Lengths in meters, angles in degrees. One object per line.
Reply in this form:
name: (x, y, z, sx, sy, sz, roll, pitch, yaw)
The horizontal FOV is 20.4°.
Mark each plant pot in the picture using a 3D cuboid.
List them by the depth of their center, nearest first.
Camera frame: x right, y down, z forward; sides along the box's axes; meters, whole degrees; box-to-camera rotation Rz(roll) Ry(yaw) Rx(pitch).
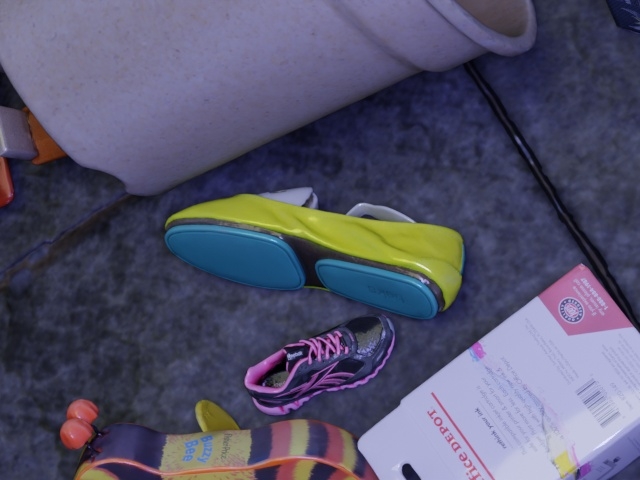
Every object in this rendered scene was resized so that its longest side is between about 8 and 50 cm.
plant pot: (-0.063, -0.197, 1.279, 0.305, 0.334, 0.333, -32, 62, 21)

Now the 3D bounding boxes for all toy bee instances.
toy bee: (-0.104, 0.178, 1.209, 0.298, 0.162, 0.195, -25, 23, -11)

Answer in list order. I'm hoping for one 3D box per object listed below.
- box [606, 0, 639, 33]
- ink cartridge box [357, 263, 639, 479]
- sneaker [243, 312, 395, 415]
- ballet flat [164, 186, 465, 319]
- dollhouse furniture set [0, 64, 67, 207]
box: (0.240, -0.259, 1.199, 0.059, 0.233, 0.183, 21, 82, 25)
ink cartridge box: (0.137, 0.125, 1.200, 0.198, 0.067, 0.115, -37, 62, 5)
sneaker: (-0.003, 0.086, 1.278, 0.119, 0.057, 0.047, -29, 61, 9)
ballet flat: (0.000, 0.000, 1.306, 0.231, 0.077, 0.077, 12, 56, 23)
dollhouse furniture set: (-0.315, -0.140, 1.468, 0.262, 0.135, 0.259, -18, 77, 16)
